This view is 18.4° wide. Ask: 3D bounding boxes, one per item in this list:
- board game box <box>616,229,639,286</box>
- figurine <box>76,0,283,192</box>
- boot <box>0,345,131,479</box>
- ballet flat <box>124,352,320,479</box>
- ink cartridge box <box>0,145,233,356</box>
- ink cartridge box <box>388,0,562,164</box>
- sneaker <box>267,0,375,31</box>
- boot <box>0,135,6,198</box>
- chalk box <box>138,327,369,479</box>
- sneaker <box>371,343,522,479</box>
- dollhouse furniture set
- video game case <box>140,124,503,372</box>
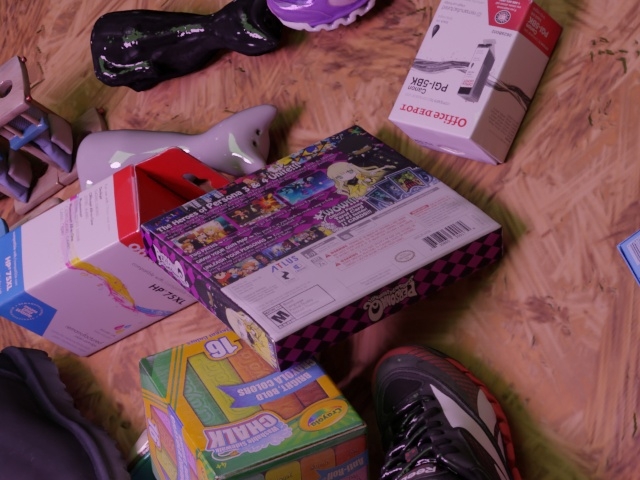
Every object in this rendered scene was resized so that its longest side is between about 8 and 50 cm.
[{"bbox_3d":[0.331,0.040,1.467,0.160,0.039,0.211,-38,49,19],"label":"board game box"},{"bbox_3d":[-0.123,-0.137,1.901,0.209,0.092,0.215,-11,63,31],"label":"figurine"},{"bbox_3d":[-0.418,0.191,1.687,0.367,0.445,0.146,39,117,58],"label":"boot"},{"bbox_3d":[-0.095,0.159,1.739,0.248,0.086,0.086,-43,48,12],"label":"ballet flat"},{"bbox_3d":[-0.179,0.013,1.831,0.231,0.134,0.078,-27,53,27],"label":"ink cartridge box"},{"bbox_3d":[0.133,-0.144,1.710,0.099,0.056,0.135,16,79,42],"label":"ink cartridge box"},{"bbox_3d":[0.044,-0.276,1.804,0.236,0.104,0.095,-24,57,21],"label":"sneaker"},{"bbox_3d":[-0.401,-0.098,2.130,0.106,0.082,0.219,-57,50,36],"label":"boot"},{"bbox_3d":[-0.042,0.180,1.573,0.132,0.132,0.213,-18,38,-20],"label":"chalk box"},{"bbox_3d":[0.094,0.176,1.527,0.097,0.135,0.276,-41,47,18],"label":"sneaker"},{"bbox_3d":[-0.289,-0.059,1.960,0.129,0.129,0.184,-32,50,22],"label":"dollhouse furniture set"},{"bbox_3d":[0.000,0.000,1.665,0.232,0.042,0.210,-27,41,-25],"label":"video game case"}]
